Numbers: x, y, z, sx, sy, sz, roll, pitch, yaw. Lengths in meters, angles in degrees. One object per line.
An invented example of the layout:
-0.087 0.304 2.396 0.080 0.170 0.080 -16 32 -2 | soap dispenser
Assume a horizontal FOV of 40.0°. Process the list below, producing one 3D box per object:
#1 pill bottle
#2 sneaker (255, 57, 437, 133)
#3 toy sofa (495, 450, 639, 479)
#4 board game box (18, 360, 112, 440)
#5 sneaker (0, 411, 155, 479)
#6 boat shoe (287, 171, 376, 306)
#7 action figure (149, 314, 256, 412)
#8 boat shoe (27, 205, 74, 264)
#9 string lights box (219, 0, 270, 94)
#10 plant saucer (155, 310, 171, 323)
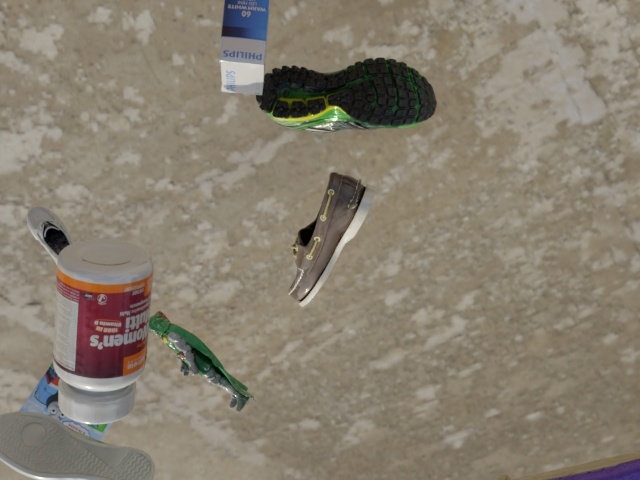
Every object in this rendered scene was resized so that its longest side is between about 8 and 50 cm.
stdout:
-0.286 0.119 1.148 0.121 0.121 0.221 1 111 -20 | pill bottle
0.056 -0.277 1.718 0.343 0.134 0.146 4 173 8 | sneaker
0.367 0.357 1.082 0.362 0.150 0.177 -25 179 35 | toy sofa
-0.484 0.334 1.677 0.160 0.039 0.211 34 99 -12 | board game box
-0.391 0.350 1.358 0.256 0.094 0.151 20 146 -7 | sneaker
0.000 0.000 1.747 0.097 0.116 0.324 26 128 -6 | boat shoe
-0.223 0.216 1.587 0.232 0.063 0.137 45 161 -11 | action figure
-0.535 -0.010 1.754 0.066 0.184 0.063 -25 151 -18 | boat shoe
-0.124 -0.393 1.486 0.077 0.259 0.133 4 168 -4 | string lights box
-0.311 0.181 1.782 0.013 0.083 0.083 -32 141 1 | plant saucer
